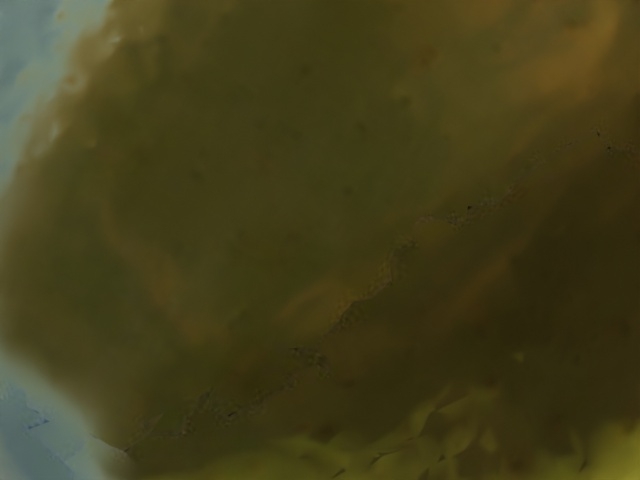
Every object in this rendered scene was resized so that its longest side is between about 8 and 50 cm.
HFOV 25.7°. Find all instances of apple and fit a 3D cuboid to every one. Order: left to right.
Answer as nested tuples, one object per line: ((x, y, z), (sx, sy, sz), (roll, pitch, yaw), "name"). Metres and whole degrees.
((0.000, 0.000, 0.522), (0.357, 0.357, 0.357), (-2, -86, -41), "apple")
